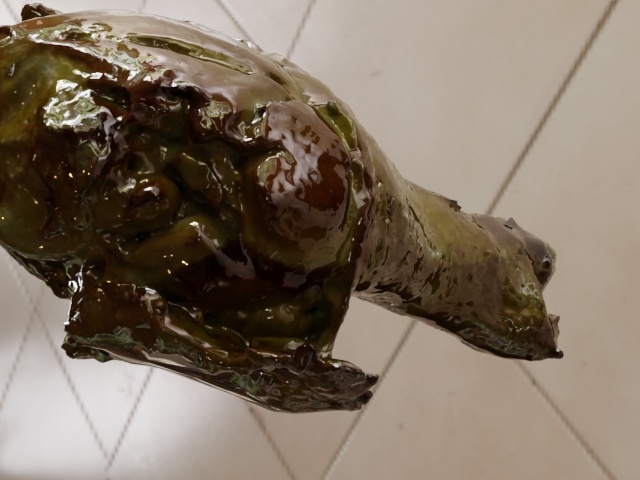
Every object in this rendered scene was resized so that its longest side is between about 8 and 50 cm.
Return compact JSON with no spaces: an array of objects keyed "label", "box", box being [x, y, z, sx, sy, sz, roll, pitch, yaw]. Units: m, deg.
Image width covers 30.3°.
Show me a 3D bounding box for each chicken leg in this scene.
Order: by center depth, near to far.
[{"label":"chicken leg","box":[0.000,0.001,0.561,0.140,0.361,0.211,-49,31,32]}]
